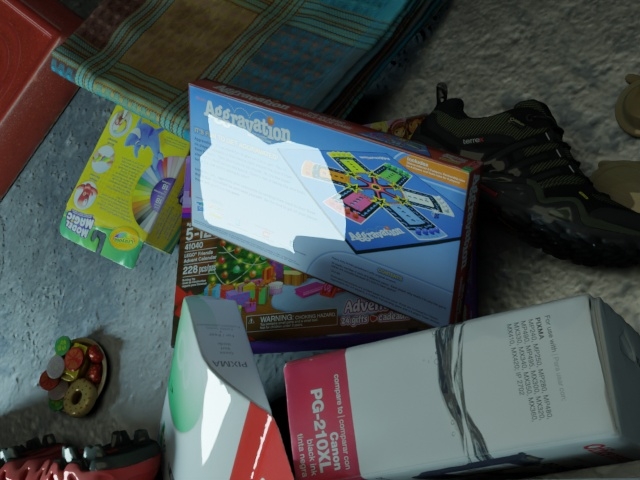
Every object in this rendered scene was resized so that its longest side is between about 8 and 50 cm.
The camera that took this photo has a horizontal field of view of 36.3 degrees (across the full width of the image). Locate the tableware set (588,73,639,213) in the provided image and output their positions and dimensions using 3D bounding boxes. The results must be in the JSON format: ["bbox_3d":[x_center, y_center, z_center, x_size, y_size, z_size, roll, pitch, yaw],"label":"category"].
[{"bbox_3d":[0.296,-0.069,0.799,0.141,0.020,0.168,17,84,33],"label":"tableware set"}]

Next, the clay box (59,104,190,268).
[{"bbox_3d":[-0.181,-0.082,1.046,0.127,0.053,0.222,23,85,33],"label":"clay box"}]

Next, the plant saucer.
[{"bbox_3d":[-0.419,-0.207,1.223,0.258,0.048,0.259,38,94,33],"label":"plant saucer"}]

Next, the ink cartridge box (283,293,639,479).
[{"bbox_3d":[0.119,0.127,0.740,0.237,0.172,0.100,-16,68,24],"label":"ink cartridge box"}]

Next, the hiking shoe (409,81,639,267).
[{"bbox_3d":[0.178,-0.059,0.787,0.227,0.086,0.114,22,79,14],"label":"hiking shoe"}]

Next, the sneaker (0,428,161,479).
[{"bbox_3d":[-0.254,0.257,0.941,0.276,0.098,0.135,-10,89,39],"label":"sneaker"}]

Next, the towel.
[{"bbox_3d":[-0.090,-0.221,1.008,0.370,0.040,0.271,28,72,34],"label":"towel"}]

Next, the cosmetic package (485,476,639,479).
[{"bbox_3d":[0.188,0.280,0.673,0.224,0.138,0.224,-9,68,26],"label":"cosmetic package"}]

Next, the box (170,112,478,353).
[{"bbox_3d":[0.000,0.000,0.915,0.293,0.057,0.200,-7,69,26],"label":"box"}]

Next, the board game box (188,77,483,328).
[{"bbox_3d":[0.000,-0.036,0.826,0.281,0.027,0.145,22,124,30],"label":"board game box"}]

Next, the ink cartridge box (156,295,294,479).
[{"bbox_3d":[-0.087,0.183,0.809,0.224,0.056,0.181,-112,32,-53],"label":"ink cartridge box"}]

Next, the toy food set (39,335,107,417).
[{"bbox_3d":[-0.261,0.143,1.033,0.083,0.020,0.083,13,80,31],"label":"toy food set"}]
